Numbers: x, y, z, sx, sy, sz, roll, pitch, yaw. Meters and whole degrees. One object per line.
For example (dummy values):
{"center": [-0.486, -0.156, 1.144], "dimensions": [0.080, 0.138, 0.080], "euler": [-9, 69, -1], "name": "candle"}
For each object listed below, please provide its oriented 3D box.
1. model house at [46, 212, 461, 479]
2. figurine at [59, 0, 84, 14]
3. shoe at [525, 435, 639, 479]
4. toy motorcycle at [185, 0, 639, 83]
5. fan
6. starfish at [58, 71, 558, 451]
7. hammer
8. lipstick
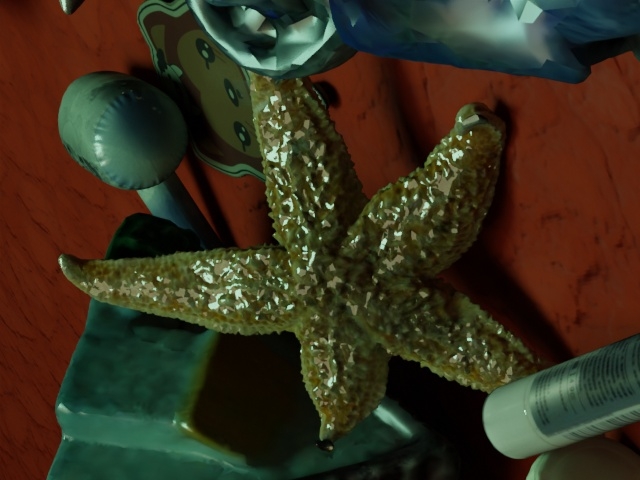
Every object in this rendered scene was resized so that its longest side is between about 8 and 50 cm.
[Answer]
{"center": [-0.008, 0.147, 1.126], "dimensions": [0.248, 0.230, 0.280], "euler": [6, 140, 9], "name": "model house"}
{"center": [-0.245, -0.308, 1.029], "dimensions": [0.224, 0.205, 0.382], "euler": [23, 129, 44], "name": "figurine"}
{"center": [0.180, 0.226, 0.926], "dimensions": [0.265, 0.095, 0.110], "euler": [59, 150, 22], "name": "shoe"}
{"center": [0.068, -0.167, 0.618], "dimensions": [0.319, 0.182, 0.241], "euler": [9, 87, 40], "name": "toy motorcycle"}
{"center": [-0.049, -0.090, 1.117], "dimensions": [0.220, 0.009, 0.132], "euler": [10, 129, 61], "name": "fan"}
{"center": [0.002, -0.003, 0.961], "dimensions": [0.295, 0.048, 0.231], "euler": [13, 116, 17], "name": "starfish"}
{"center": [-0.099, -0.023, 1.228], "dimensions": [0.194, 0.069, 0.116], "euler": [58, 168, -22], "name": "hammer"}
{"center": [0.133, 0.071, 0.878], "dimensions": [0.141, 0.040, 0.040], "euler": [-29, 91, 54], "name": "lipstick"}
